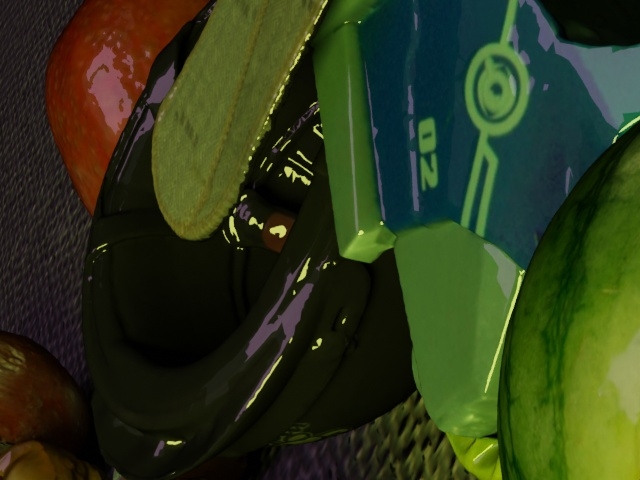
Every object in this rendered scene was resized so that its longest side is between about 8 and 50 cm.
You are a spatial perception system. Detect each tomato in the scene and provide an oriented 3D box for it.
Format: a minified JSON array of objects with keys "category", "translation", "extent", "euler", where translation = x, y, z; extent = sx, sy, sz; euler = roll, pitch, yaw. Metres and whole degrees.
[{"category":"tomato","translation":[-0.271,0.147,1.452],"extent":[0.214,0.180,0.155],"euler":[-44,26,42]}]

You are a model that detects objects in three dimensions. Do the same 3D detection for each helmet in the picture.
[{"category":"helmet","translation":[0.000,0.000,0.925],"extent":[0.230,0.160,0.279],"euler":[-16,59,50]}]

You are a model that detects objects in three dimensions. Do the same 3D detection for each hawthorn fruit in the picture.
[{"category":"hawthorn fruit","translation":[-0.065,-0.060,1.103],"extent":[0.196,0.196,0.225],"euler":[-52,37,39]}]

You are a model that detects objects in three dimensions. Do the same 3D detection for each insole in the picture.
[{"category":"insole","translation":[0.001,-0.153,0.741],"extent":[0.348,0.009,0.119],"euler":[-65,34,23]}]

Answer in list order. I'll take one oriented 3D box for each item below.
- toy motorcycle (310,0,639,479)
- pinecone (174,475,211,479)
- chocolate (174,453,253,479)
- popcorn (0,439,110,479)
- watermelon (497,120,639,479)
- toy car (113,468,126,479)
[{"category":"toy motorcycle","translation":[0.104,-0.077,0.737],"extent":[0.200,0.191,0.326],"euler":[-37,49,51]},{"category":"pinecone","translation":[-0.067,0.206,0.862],"extent":[0.221,0.221,0.221],"euler":[-50,29,42]},{"category":"chocolate","translation":[-0.067,0.085,1.126],"extent":[0.124,0.127,0.133],"euler":[7,-91,-81]},{"category":"popcorn","translation":[-0.274,0.278,1.310],"extent":[0.332,0.225,0.265],"euler":[-50,32,-6]},{"category":"watermelon","translation":[0.146,0.037,0.513],"extent":[0.215,0.188,0.188],"euler":[-60,15,-26]},{"category":"toy car","translation":[-0.113,0.132,1.238],"extent":[0.142,0.055,0.069],"euler":[115,164,-54]}]
